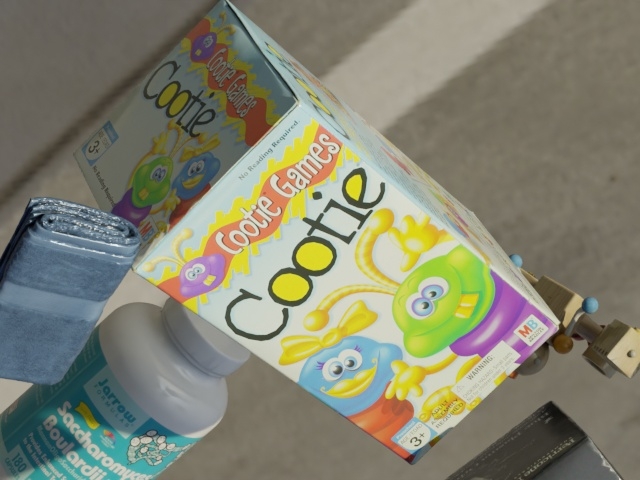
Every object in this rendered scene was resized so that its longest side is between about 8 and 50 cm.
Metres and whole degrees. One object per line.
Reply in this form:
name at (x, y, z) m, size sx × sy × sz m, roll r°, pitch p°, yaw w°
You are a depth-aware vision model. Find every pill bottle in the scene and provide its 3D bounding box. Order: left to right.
pill bottle at (-0.189, 0.158, 1.734) m, size 0.264 × 0.146 × 0.146 m, roll -42°, pitch 141°, yaw 18°

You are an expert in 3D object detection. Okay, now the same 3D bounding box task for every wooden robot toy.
wooden robot toy at (0.171, 0.077, 1.349) m, size 0.079 × 0.173 × 0.076 m, roll -50°, pitch 126°, yaw -4°

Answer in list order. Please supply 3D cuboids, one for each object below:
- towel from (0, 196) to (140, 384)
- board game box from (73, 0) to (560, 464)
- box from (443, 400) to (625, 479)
towel at (-0.148, 0.028, 1.000) m, size 0.067 × 0.029 × 0.119 m, roll 15°, pitch 127°, yaw -26°
board game box at (0.000, 0.000, 1.176) m, size 0.142 × 0.144 × 0.275 m, roll -45°, pitch 129°, yaw 9°
box at (0.131, 0.196, 1.219) m, size 0.156 × 0.093 × 0.158 m, roll -37°, pitch -176°, yaw 1°
